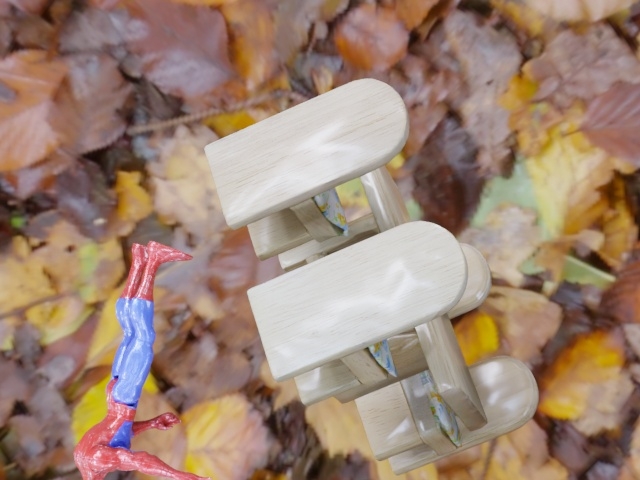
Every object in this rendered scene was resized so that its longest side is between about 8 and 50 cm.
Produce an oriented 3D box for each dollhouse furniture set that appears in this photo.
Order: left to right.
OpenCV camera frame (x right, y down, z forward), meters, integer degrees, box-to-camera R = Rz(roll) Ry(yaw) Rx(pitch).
[{"bbox_3d":[0.082,0.056,0.603,0.161,0.212,0.242,-23,63,8],"label":"dollhouse furniture set"}]

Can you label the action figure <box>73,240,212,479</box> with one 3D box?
[{"bbox_3d":[-0.165,0.155,1.317,0.139,0.091,0.280,21,79,-21],"label":"action figure"}]
